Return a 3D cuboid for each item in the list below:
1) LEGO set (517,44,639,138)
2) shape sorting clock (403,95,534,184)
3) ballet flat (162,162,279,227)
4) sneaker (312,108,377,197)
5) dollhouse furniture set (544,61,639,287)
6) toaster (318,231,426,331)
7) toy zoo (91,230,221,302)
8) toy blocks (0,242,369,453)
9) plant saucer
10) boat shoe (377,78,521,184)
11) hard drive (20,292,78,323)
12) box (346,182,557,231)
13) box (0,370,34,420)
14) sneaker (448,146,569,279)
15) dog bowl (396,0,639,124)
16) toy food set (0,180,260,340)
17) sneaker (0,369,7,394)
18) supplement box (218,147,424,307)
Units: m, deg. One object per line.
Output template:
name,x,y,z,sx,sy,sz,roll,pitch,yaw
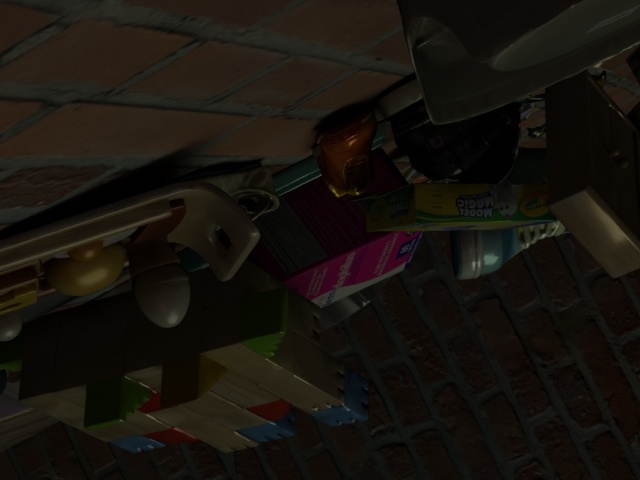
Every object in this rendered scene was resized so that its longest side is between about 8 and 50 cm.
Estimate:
LEGO set,0.393,-0.193,1.678,0.331,0.192,0.255,-17,160,-24
shape sorting clock,0.181,-0.113,1.930,0.206,0.040,0.206,-29,164,-9
ballet flat,-0.084,-0.038,1.412,0.057,0.052,0.168,-28,175,30
sneaker,0.032,-0.081,1.487,0.064,0.067,0.175,-25,173,-4
dollhouse furniture set,0.388,-0.114,1.390,0.356,0.303,0.173,-25,-141,30
toaster,0.026,0.021,1.997,0.185,0.110,0.168,-47,-174,-32
toy zoo,-0.167,0.041,1.933,0.293,0.030,0.192,-28,175,18
toy blocks,-0.127,0.143,1.679,0.381,0.190,0.261,-16,148,29
plant saucer,-0.015,-0.072,1.630,0.192,0.018,0.067,-26,175,-1
boat shoe,0.147,-0.104,1.571,0.127,0.113,0.340,-27,175,9
hard drive,-0.272,0.051,1.542,0.094,0.022,0.135,-26,175,-2
box,0.123,-0.032,1.485,0.179,0.043,0.105,1,176,-24
box,-0.386,0.189,1.949,0.324,0.063,0.067,-19,174,-5
sneaker,0.249,-0.044,1.726,0.208,0.127,0.319,-1,-161,10
dog bowl,0.198,-0.195,0.955,0.349,0.102,0.349,-26,175,-2
toy food set,-0.211,0.049,1.298,0.306,0.092,0.220,-19,173,-13
sneaker,-0.404,0.203,1.696,0.131,0.148,0.350,-27,175,2
supplement box,0.000,0.000,1.766,0.220,0.114,0.111,-23,154,-28
